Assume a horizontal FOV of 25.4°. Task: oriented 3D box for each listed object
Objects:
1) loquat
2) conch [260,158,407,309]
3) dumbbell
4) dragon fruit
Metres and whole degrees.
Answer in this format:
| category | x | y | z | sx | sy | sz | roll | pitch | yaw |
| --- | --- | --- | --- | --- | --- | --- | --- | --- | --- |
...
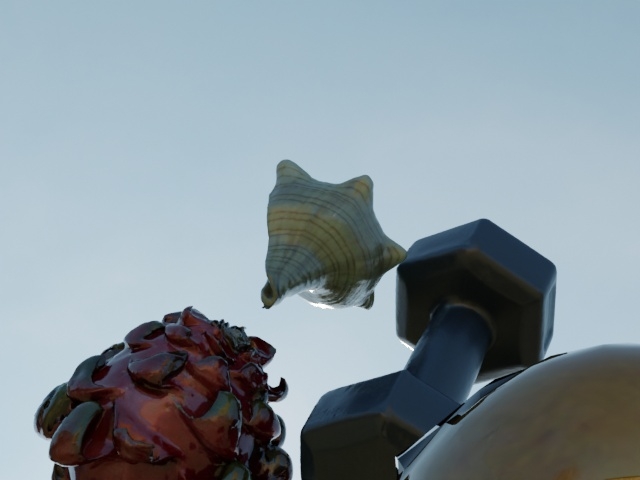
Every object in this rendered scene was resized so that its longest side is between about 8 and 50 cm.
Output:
| category | x | y | z | sx | sy | sz | roll | pitch | yaw |
| --- | --- | --- | --- | --- | --- | --- | --- | --- | --- |
| loquat | 0.135 | 0.165 | 0.667 | 0.235 | 0.235 | 0.235 | 8 | -50 | 9 |
| conch | 0.010 | -0.008 | 1.232 | 0.114 | 0.137 | 0.234 | -15 | -11 | 8 |
| dumbbell | 0.099 | 0.117 | 1.200 | 0.160 | 0.325 | 0.144 | 35 | -51 | -1 |
| dragon fruit | -0.133 | 0.179 | 1.178 | 0.218 | 0.273 | 0.198 | 21 | -62 | -7 |
